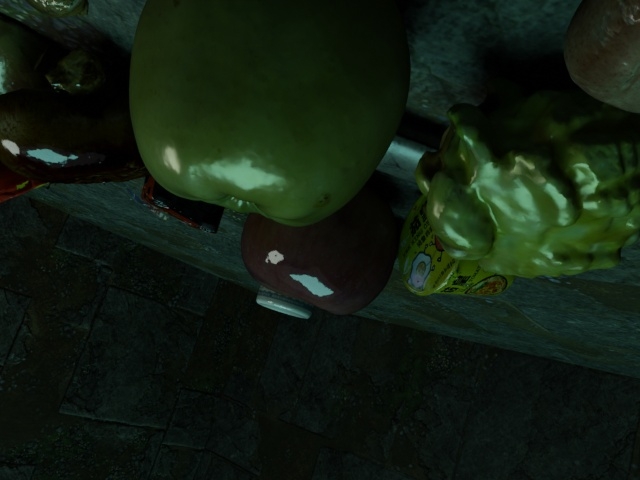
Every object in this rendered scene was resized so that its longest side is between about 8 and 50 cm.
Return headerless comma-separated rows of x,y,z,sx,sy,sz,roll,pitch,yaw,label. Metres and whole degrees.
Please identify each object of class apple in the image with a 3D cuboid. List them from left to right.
-0.046,-0.138,0.538,0.263,0.262,0.262,17,168,4,apple
0.000,0.000,1.071,0.306,0.234,0.305,21,171,4,apple

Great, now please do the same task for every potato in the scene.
-0.458,-0.244,0.953,0.121,0.100,0.261,20,168,-8,potato

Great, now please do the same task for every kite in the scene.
-0.467,-0.161,1.241,0.360,0.022,0.204,40,160,-5,kite

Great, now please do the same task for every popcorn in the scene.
0.226,-0.062,0.605,0.255,0.194,0.256,10,170,-13,popcorn

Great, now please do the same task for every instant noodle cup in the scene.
0.237,0.013,0.966,0.144,0.182,0.182,14,171,-23,instant noodle cup

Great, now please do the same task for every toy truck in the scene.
-0.330,-0.104,1.381,0.114,0.107,0.253,9,166,29,toy truck

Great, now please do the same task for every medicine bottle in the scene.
-0.054,0.057,1.396,0.139,0.236,0.139,18,168,4,medicine bottle

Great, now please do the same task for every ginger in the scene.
-0.310,-0.288,0.637,0.165,0.067,0.096,27,173,24,ginger

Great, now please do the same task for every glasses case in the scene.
0.159,-0.104,0.788,0.300,0.060,0.114,19,168,-5,glasses case

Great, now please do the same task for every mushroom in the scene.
-0.345,-0.166,0.893,0.297,0.162,0.278,-8,168,-17,mushroom

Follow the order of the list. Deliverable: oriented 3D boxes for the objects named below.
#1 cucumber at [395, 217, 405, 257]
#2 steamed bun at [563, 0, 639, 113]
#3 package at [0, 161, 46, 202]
0.149,0.003,1.199,0.048,0.105,0.048,15,157,7,cucumber
0.257,-0.150,0.357,0.175,0.106,0.145,4,163,-3,steamed bun
-0.607,-0.174,1.154,0.196,0.123,0.424,-26,-154,-31,package
